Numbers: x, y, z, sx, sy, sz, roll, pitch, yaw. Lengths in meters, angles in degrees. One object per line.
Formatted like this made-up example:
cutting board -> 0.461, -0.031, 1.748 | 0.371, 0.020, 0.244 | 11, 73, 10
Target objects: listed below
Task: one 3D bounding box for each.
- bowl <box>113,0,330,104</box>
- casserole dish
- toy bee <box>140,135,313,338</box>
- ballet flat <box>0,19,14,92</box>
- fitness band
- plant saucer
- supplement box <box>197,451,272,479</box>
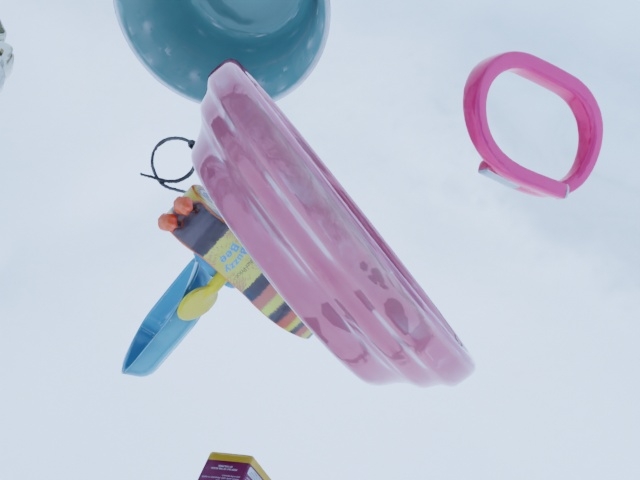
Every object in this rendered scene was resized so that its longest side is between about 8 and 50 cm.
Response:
bowl -> -0.122, -0.362, 1.446 | 0.312, 0.163, 0.311 | 6, 123, 10
casserole dish -> -0.188, 0.101, 1.262 | 0.037, 0.114, 0.188 | 31, 125, -15
toy bee -> -0.120, 0.005, 1.158 | 0.298, 0.162, 0.195 | 23, 97, 14
ballet flat -> -0.310, -0.175, 0.905 | 0.213, 0.068, 0.072 | 57, 137, 37
fitness band -> 0.341, -0.182, 1.609 | 0.054, 0.291, 0.209 | 0, 74, 57
plant saucer -> 0.000, 0.000, 0.854 | 0.084, 0.332, 0.332 | -39, 77, 4
supplement box -> -0.071, 0.210, 0.764 | 0.043, 0.083, 0.055 | -2, 134, 31
